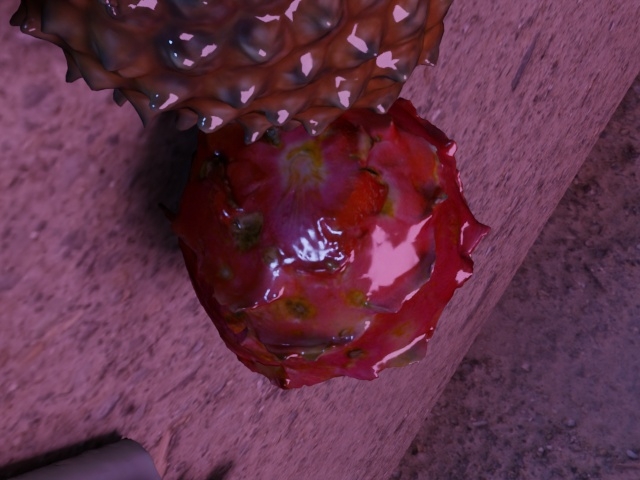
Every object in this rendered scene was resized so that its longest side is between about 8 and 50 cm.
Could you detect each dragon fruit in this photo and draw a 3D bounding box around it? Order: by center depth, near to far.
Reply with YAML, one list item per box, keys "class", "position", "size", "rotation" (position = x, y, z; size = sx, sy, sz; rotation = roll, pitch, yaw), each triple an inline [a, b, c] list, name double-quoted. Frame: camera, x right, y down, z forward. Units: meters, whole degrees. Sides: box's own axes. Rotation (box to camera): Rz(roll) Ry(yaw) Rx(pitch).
- class: "dragon fruit"
  position: [0.000, 0.000, 0.615]
  size: [0.210, 0.205, 0.268]
  rotation: [-10, 167, -17]

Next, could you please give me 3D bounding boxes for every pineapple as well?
- class: "pineapple"
  position: [-0.079, -0.121, 0.308]
  size: [0.361, 0.175, 0.175]
  rotation: [-4, 125, -59]

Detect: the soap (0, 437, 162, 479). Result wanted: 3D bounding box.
- class: "soap"
  position: [-0.211, 0.301, 0.619]
  size: [0.261, 0.156, 0.446]
  rotation: [-65, 160, 9]
